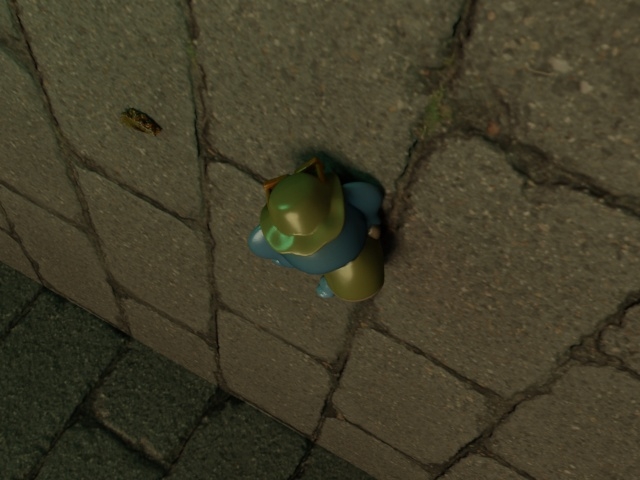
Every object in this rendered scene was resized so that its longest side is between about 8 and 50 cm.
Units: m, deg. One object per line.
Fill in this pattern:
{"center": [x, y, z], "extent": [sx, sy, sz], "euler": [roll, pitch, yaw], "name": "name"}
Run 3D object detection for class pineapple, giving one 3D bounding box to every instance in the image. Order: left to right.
{"center": [-0.300, -0.195, 1.285], "extent": [0.083, 0.019, 0.045], "euler": [21, 155, 28], "name": "pineapple"}

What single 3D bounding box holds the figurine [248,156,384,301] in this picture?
{"center": [0.002, 0.003, 1.151], "extent": [0.180, 0.153, 0.262], "euler": [8, 143, 20], "name": "figurine"}
